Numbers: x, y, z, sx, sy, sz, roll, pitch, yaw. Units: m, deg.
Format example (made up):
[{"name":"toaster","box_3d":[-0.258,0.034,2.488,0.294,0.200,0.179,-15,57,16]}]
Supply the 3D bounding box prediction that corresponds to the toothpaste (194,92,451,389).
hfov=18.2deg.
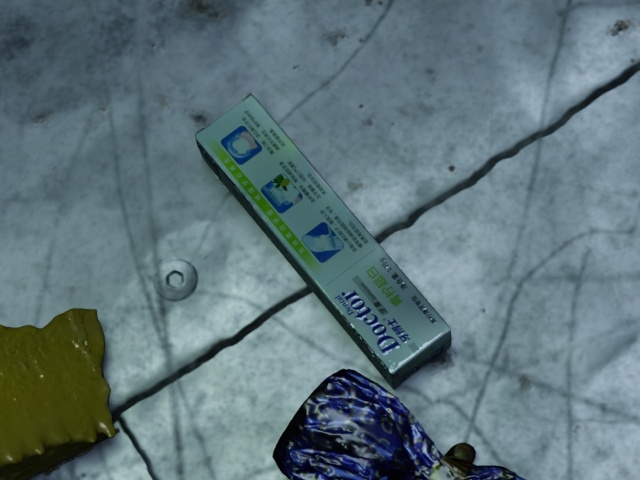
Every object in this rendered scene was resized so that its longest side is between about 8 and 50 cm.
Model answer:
[{"name":"toothpaste","box_3d":[0.000,0.000,2.054,0.081,0.067,0.336,-37,71,-9]}]

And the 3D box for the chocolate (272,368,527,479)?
[{"name":"chocolate","box_3d":[0.131,0.246,1.928,0.343,0.126,0.148,30,35,11]}]

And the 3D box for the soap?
[{"name":"soap","box_3d":[-0.363,0.155,1.903,0.338,0.304,0.169,-27,73,-5]}]
